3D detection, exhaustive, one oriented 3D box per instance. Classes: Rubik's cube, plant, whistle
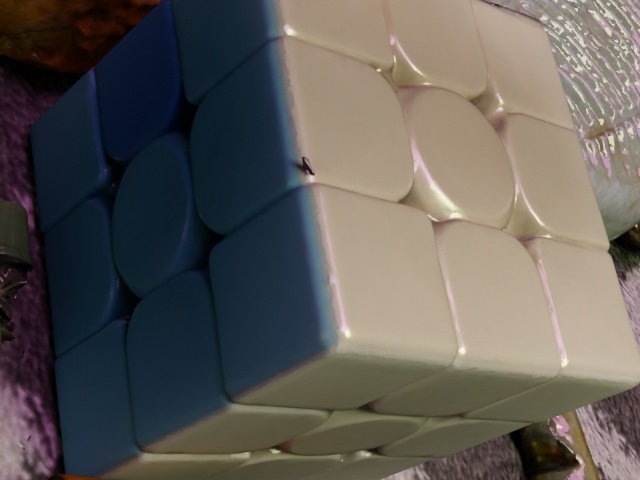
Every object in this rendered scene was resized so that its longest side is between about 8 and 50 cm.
[{"bbox_3d":[0.000,0.000,0.791,0.291,0.290,0.292,9,61,-41],"label":"Rubik's cube"},{"bbox_3d":[-0.217,0.026,0.746,0.051,0.051,0.102,14,63,-39],"label":"plant"},{"bbox_3d":[0.213,0.159,1.077,0.068,0.057,0.327,8,61,-45],"label":"whistle"}]

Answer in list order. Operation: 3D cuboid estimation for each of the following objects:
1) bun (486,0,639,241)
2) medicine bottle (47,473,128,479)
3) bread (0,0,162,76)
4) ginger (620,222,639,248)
[{"bbox_3d":[0.208,-0.151,1.150,0.354,0.194,0.355,14,62,-29],"label":"bun"},{"bbox_3d":[-0.084,0.206,0.713,0.191,0.096,0.096,16,56,-29],"label":"medicine bottle"},{"bbox_3d":[-0.180,-0.231,0.843,0.340,0.179,0.194,2,63,-41],"label":"bread"},{"bbox_3d":[0.403,-0.089,1.359,0.304,0.155,0.244,62,34,-8],"label":"ginger"}]
